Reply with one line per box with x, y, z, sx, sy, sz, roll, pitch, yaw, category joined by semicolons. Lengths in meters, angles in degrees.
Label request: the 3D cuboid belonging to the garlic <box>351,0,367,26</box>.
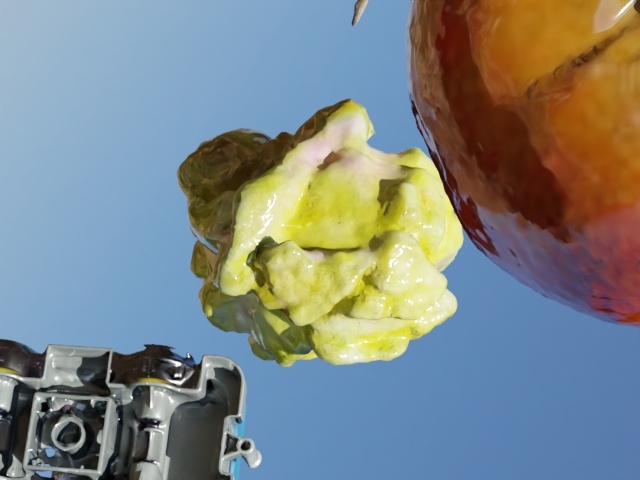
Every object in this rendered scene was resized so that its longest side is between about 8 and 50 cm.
0.117;-0.282;1.156;0.338;0.196;0.151;-27;149;-11;garlic

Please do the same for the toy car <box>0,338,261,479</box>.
-0.125;0.113;0.991;0.100;0.191;0.097;83;12;-66;toy car

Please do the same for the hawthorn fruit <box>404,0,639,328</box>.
0.124;-0.057;0.633;0.196;0.196;0.225;-55;168;-6;hawthorn fruit

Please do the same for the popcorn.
0.000;0.000;0.925;0.126;0.126;0.145;-40;-144;-14;popcorn
